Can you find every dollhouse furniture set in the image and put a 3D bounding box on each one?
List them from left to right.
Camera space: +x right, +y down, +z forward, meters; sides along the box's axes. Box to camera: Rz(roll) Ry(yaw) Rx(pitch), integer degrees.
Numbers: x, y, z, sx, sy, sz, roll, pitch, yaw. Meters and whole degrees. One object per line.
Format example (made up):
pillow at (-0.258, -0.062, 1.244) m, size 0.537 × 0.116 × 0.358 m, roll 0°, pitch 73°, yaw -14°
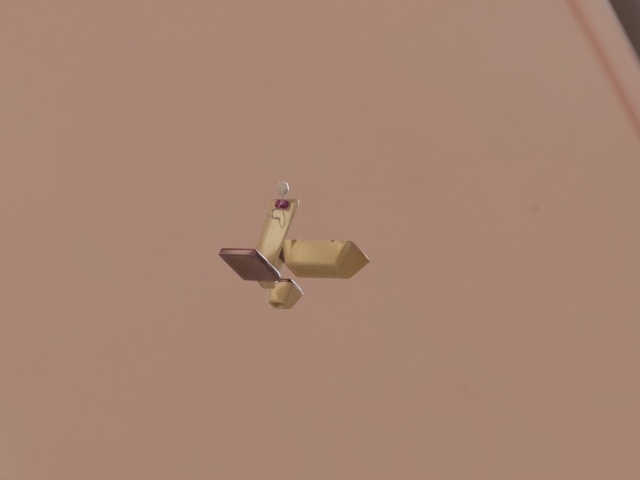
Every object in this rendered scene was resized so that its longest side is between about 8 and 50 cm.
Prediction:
dollhouse furniture set at (0.000, 0.000, 1.240) m, size 0.114 × 0.091 × 0.081 m, roll 1°, pitch -121°, yaw 34°
